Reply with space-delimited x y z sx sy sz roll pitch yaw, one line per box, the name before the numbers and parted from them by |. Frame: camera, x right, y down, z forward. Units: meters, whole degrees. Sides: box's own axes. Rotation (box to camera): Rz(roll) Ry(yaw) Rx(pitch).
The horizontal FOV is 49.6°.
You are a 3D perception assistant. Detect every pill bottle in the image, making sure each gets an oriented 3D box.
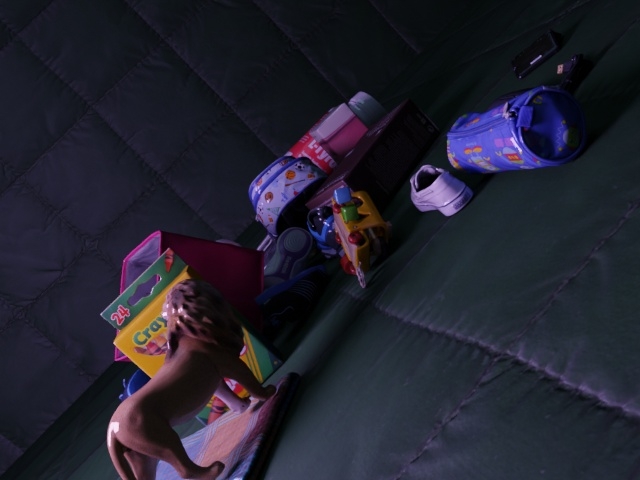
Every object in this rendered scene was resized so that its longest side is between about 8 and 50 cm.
pill bottle | 0.049 -0.300 2.342 0.407 0.229 0.229 -46 11 -5

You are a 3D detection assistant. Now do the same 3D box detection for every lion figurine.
lion figurine | -0.230 0.247 1.119 0.142 0.240 0.392 -32 16 41

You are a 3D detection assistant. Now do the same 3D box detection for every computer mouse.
computer mouse | 0.428 -0.304 1.420 0.184 0.060 0.262 -49 12 -18

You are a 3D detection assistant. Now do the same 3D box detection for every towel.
towel | -0.202 0.388 1.203 0.370 0.040 0.271 -38 13 30

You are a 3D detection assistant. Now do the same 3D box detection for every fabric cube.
fabric cube | -0.302 0.148 1.604 0.254 0.258 0.259 -28 57 53

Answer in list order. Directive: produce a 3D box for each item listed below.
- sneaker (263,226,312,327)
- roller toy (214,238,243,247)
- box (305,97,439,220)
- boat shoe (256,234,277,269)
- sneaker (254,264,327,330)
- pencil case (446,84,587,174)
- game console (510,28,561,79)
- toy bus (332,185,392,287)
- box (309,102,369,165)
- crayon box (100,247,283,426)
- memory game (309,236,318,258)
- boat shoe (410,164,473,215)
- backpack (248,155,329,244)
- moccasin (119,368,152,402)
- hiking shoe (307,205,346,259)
sneaker | -0.102 0.116 1.762 0.305 0.114 0.152 -59 -12 -32
roller toy | -0.320 0.099 2.319 0.146 0.209 0.191 -38 40 34
box | 0.144 -0.196 1.865 0.191 0.143 0.381 -30 20 53
boat shoe | -0.226 0.093 2.175 0.335 0.119 0.121 -43 11 6
sneaker | -0.050 0.127 1.545 0.081 0.090 0.232 -37 -8 40
pencil case | 0.318 -0.178 1.175 0.306 0.133 0.119 -172 102 -77
game console | 0.538 -0.450 1.696 0.122 0.071 0.107 -38 43 35
toy bus | 0.093 -0.013 1.425 0.105 0.202 0.191 -15 -1 -9
box | 0.094 -0.297 2.158 0.127 0.232 0.148 -45 10 -4
crayon box | -0.256 0.196 1.371 0.202 0.318 0.081 -45 12 1
memory game | 0.000 0.000 1.984 0.186 0.012 0.186 -43 11 11
boat shoe | 0.225 -0.113 1.383 0.095 0.084 0.258 -46 11 -4
backpack | -0.076 -0.122 1.985 0.276 0.213 0.263 -47 -12 -9
moccasin | -0.451 0.407 1.886 0.117 0.138 0.342 -47 -4 11
hiking shoe | 0.028 -0.033 1.668 0.113 0.132 0.304 -46 7 -9
